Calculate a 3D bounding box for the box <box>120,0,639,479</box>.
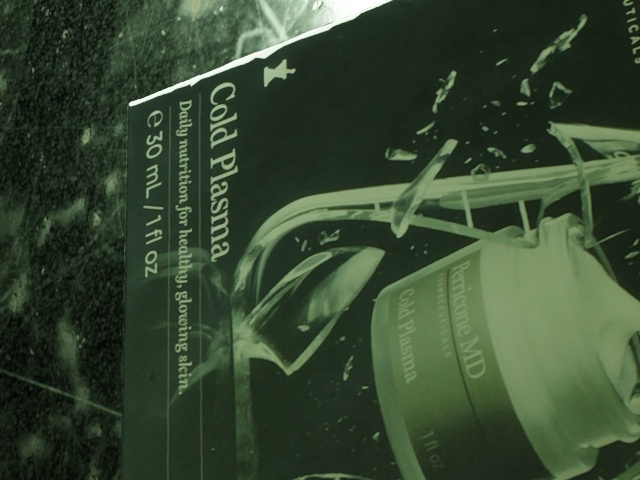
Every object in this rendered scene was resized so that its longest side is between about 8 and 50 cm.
[{"bbox_3d":[0.125,0.077,1.186,0.471,0.297,0.480,-19,53,20],"label":"box"}]
